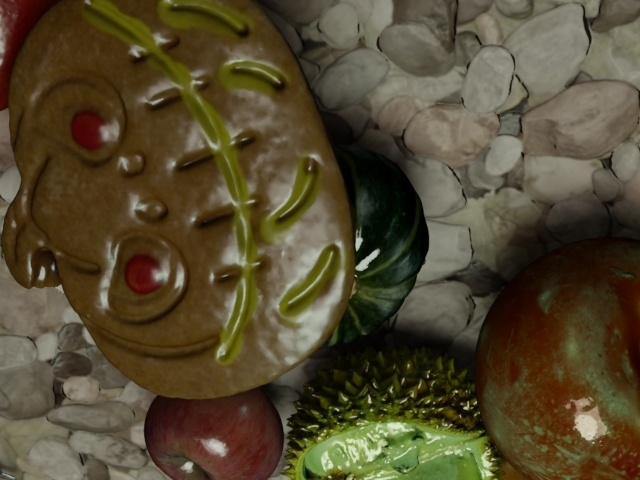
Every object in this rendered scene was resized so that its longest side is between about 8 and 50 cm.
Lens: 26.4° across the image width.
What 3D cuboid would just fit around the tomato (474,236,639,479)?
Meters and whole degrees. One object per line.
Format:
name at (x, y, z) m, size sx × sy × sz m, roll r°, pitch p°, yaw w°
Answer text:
tomato at (0.278, 0.135, 1.369) m, size 0.270 × 0.270 × 0.223 m, roll 32°, pitch 148°, yaw -17°

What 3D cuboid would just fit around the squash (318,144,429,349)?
squash at (0.002, 0.004, 1.340) m, size 0.218 × 0.172 × 0.218 m, roll -1°, pitch 116°, yaw -2°

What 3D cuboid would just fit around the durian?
durian at (0.075, 0.209, 1.462) m, size 0.237 × 0.176 × 0.200 m, roll 11°, pitch 109°, yaw -13°

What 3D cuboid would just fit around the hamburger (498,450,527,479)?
hamburger at (0.282, 0.303, 1.538) m, size 0.286 × 0.146 × 0.243 m, roll -33°, pitch 108°, yaw 21°

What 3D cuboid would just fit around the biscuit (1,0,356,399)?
biscuit at (-0.147, -0.039, 1.233) m, size 0.350 × 0.070 × 0.394 m, roll -25°, pitch 95°, yaw 20°

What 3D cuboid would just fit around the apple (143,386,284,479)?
apple at (-0.113, 0.208, 1.488) m, size 0.153 × 0.120 × 0.153 m, roll 20°, pitch 145°, yaw 15°

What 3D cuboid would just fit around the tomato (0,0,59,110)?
tomato at (-0.352, -0.211, 1.264) m, size 0.228 × 0.101 × 0.227 m, roll 2°, pitch 120°, yaw 3°

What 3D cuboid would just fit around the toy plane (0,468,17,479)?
toy plane at (-0.398, 0.275, 1.599) m, size 0.079 × 0.031 × 0.083 m, roll -9°, pitch 121°, yaw 7°
